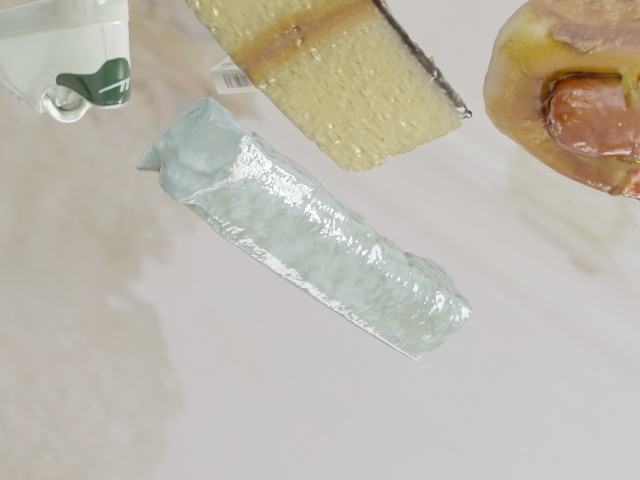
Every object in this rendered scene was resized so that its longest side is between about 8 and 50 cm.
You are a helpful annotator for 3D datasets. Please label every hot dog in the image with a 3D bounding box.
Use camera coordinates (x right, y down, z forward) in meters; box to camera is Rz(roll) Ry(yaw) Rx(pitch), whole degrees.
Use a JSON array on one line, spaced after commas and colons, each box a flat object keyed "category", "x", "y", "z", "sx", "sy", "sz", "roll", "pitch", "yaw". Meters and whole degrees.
[{"category": "hot dog", "x": 0.262, "y": -0.118, "z": 1.492, "sx": 0.150, "sy": 0.256, "sz": 0.153, "roll": 94, "pitch": -25, "yaw": -50}]

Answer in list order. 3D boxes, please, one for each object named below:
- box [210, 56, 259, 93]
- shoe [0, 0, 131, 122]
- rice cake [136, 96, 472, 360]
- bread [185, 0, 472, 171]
[{"category": "box", "x": -0.041, "y": -0.143, "z": 1.567, "sx": 0.054, "sy": 0.083, "sz": 0.024, "roll": -3, "pitch": -62, "yaw": 42}, {"category": "shoe", "x": -0.254, "y": -0.154, "z": 1.776, "sx": 0.265, "sy": 0.095, "sz": 0.110, "roll": -7, "pitch": -85, "yaw": 54}, {"category": "rice cake", "x": 0.000, "y": 0.000, "z": 0.440, "sx": 0.021, "sy": 0.022, "sz": 0.121, "roll": 47, "pitch": 6, "yaw": 33}, {"category": "bread", "x": 0.014, "y": -0.192, "z": 1.374, "sx": 0.135, "sy": 0.178, "sz": 0.240, "roll": -22, "pitch": -60, "yaw": 38}]
